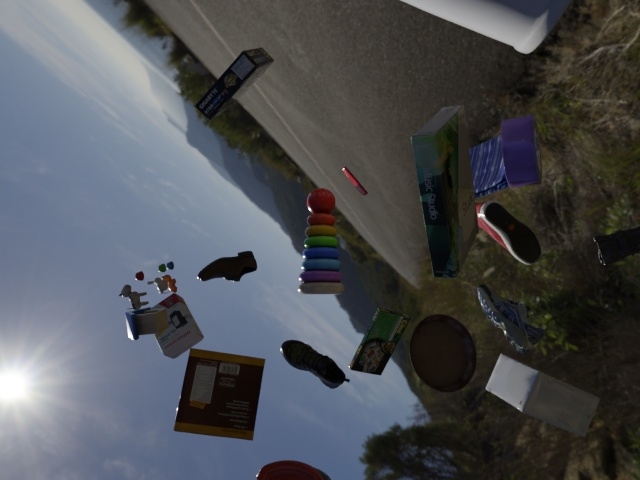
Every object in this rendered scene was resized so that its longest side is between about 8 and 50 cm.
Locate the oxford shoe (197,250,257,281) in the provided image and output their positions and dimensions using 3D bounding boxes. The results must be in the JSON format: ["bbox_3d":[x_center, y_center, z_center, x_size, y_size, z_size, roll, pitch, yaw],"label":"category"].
[{"bbox_3d":[-0.340,0.113,1.774,0.096,0.227,0.082,61,157,25],"label":"oxford shoe"}]

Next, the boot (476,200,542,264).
[{"bbox_3d":[0.555,-0.028,1.469,0.244,0.088,0.176,45,178,-7],"label":"boot"}]

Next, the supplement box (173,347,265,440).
[{"bbox_3d":[-0.253,0.389,1.212,0.191,0.194,0.129,11,161,-10],"label":"supplement box"}]

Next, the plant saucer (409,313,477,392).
[{"bbox_3d":[0.263,0.246,1.046,0.168,0.168,0.029,44,154,-2],"label":"plant saucer"}]

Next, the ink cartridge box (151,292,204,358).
[{"bbox_3d":[-0.493,0.287,1.608,0.175,0.127,0.072,52,173,26],"label":"ink cartridge box"}]

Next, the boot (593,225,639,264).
[{"bbox_3d":[0.994,0.018,1.494,0.263,0.229,0.091,39,-143,-33],"label":"boot"}]

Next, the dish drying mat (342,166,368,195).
[{"bbox_3d":[0.082,-0.142,1.148,0.083,0.008,0.032,50,168,-3],"label":"dish drying mat"}]

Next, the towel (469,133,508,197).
[{"bbox_3d":[0.529,-0.243,1.640,0.040,0.243,0.336,31,155,-22],"label":"towel"}]

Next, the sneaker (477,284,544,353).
[{"bbox_3d":[0.315,0.122,0.794,0.135,0.058,0.052,58,177,38],"label":"sneaker"}]

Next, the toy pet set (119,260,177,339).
[{"bbox_3d":[-0.295,0.101,0.802,0.122,0.065,0.114,-27,-70,-81],"label":"toy pet set"}]

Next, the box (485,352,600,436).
[{"bbox_3d":[0.474,0.329,1.027,0.171,0.091,0.130,25,177,-15],"label":"box"}]

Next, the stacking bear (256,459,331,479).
[{"bbox_3d":[-0.031,0.664,1.211,0.289,0.164,0.175,68,-176,-56],"label":"stacking bear"}]

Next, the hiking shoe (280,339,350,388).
[{"bbox_3d":[-0.013,0.367,1.461,0.227,0.086,0.114,32,149,-7],"label":"hiking shoe"}]

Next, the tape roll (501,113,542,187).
[{"bbox_3d":[0.550,-0.243,1.303,0.080,0.189,0.189,-5,152,29],"label":"tape roll"}]

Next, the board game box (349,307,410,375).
[{"bbox_3d":[0.216,0.374,1.750,0.136,0.259,0.030,18,-164,-21],"label":"board game box"}]

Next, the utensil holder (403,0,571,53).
[{"bbox_3d":[0.398,-0.675,1.145,0.386,0.327,0.327,21,180,1],"label":"utensil holder"}]

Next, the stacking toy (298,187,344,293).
[{"bbox_3d":[0.000,0.000,1.468,0.141,0.330,0.141,-1,173,0],"label":"stacking toy"}]

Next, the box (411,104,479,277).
[{"bbox_3d":[0.284,-0.112,1.056,0.059,0.232,0.322,-1,117,32],"label":"box"}]

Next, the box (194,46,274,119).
[{"bbox_3d":[-0.206,-0.393,1.184,0.051,0.175,0.220,44,-159,-14],"label":"box"}]
